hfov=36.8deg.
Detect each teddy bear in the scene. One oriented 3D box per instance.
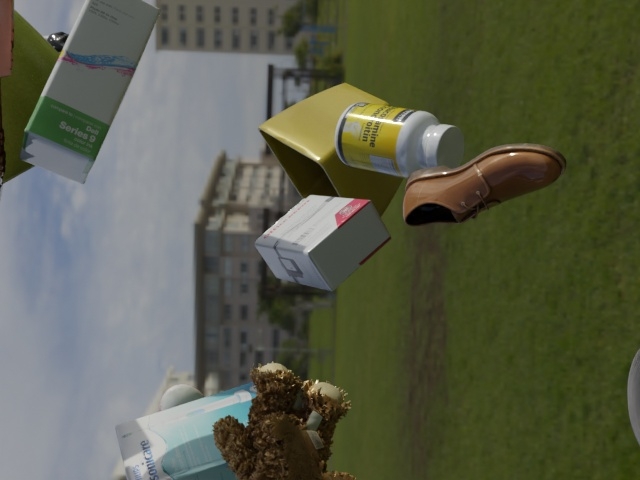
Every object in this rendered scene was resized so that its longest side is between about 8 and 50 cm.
[{"bbox_3d":[-0.052,0.333,1.450,0.113,0.245,0.338,-49,38,40],"label":"teddy bear"}]

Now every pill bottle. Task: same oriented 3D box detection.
[{"bbox_3d":[0.119,-0.147,1.444,0.103,0.184,0.103,-19,-64,-46],"label":"pill bottle"}]

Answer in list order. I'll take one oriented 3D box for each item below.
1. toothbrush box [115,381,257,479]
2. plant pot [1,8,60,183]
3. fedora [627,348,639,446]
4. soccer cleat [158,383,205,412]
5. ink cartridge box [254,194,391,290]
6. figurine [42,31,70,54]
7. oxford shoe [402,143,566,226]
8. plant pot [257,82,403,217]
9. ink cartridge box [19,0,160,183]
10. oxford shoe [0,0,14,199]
[{"bbox_3d":[-0.178,0.367,1.618,0.216,0.295,0.126,-134,32,-62],"label":"toothbrush box"},{"bbox_3d":[-0.504,-0.242,1.443,0.294,0.274,0.275,61,-174,-13],"label":"plant pot"},{"bbox_3d":[0.622,0.272,1.513,0.124,0.243,0.276,24,-136,-50],"label":"fedora"},{"bbox_3d":[-0.236,0.441,1.839,0.143,0.116,0.331,-135,37,-70],"label":"soccer cleat"},{"bbox_3d":[0.000,0.000,1.220,0.063,0.109,0.150,57,159,-21],"label":"ink cartridge box"},{"bbox_3d":[-0.495,-0.351,1.806,0.215,0.209,0.092,-41,-57,-66],"label":"figurine"},{"bbox_3d":[0.192,-0.056,1.144,0.076,0.212,0.076,47,-136,-32],"label":"oxford shoe"},{"bbox_3d":[0.047,-0.170,1.808,0.212,0.187,0.212,34,164,45],"label":"plant pot"},{"bbox_3d":[-0.287,-0.193,1.195,0.154,0.093,0.212,-23,46,69],"label":"ink cartridge box"},{"bbox_3d":[-0.475,-0.140,1.226,0.140,0.146,0.397,-171,86,-72],"label":"oxford shoe"}]
